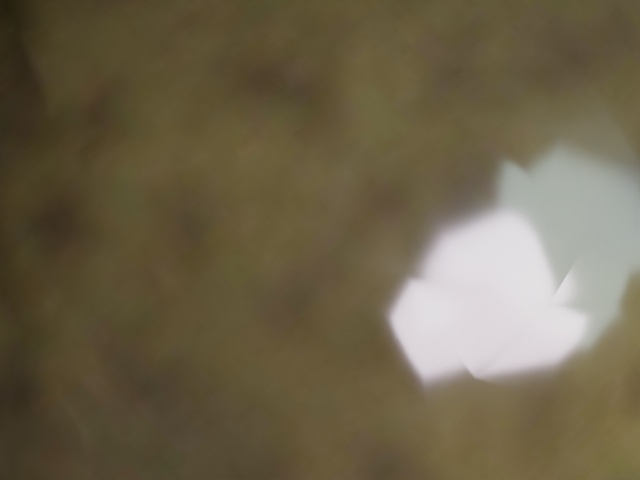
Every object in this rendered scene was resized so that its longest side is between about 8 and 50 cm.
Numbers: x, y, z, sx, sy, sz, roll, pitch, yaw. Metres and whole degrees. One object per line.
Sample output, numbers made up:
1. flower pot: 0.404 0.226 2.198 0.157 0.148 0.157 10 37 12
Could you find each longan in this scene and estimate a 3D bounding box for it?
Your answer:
1. longan: 0.000 0.000 0.709 0.391 0.391 0.391 -2 93 -44
